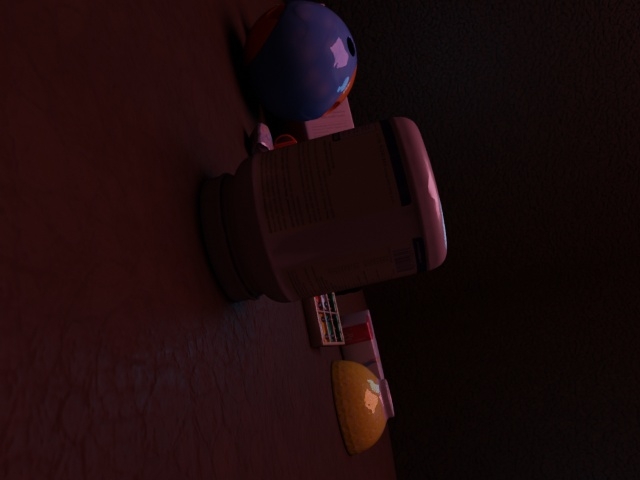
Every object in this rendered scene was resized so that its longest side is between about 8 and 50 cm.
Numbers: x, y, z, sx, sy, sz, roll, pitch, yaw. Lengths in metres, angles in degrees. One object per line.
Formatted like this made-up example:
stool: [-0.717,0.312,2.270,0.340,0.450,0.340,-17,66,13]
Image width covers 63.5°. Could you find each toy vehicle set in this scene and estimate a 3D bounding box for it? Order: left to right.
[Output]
toy vehicle set: [-0.003,0.161,1.437,0.166,0.035,0.267,23,52,-66]

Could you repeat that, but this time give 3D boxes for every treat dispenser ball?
treat dispenser ball: [-0.051,-0.447,1.303,0.288,0.288,0.288,-13,90,-84]

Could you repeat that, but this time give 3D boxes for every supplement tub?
supplement tub: [0.007,-0.038,0.791,0.235,0.324,0.236,-13,90,-83]

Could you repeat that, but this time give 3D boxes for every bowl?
bowl: [0.141,0.505,1.609,0.289,0.156,0.290,-13,90,-84]

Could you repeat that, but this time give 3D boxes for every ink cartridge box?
ink cartridge box: [0.162,0.449,2.015,0.226,0.131,0.306,-37,115,-84]

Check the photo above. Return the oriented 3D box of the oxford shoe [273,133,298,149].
oxford shoe: [-0.082,-0.149,1.405,0.098,0.096,0.272,-161,-120,-74]

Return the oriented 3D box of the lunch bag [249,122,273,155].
lunch bag: [-0.134,-0.212,1.163,0.083,0.053,0.071,84,0,-54]

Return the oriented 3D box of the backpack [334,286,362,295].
backpack: [0.085,0.123,2.059,0.115,0.151,0.182,97,-18,-59]

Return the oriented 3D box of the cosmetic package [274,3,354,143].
cosmetic package: [-0.044,-0.448,1.577,0.230,0.161,0.454,157,-79,-67]
